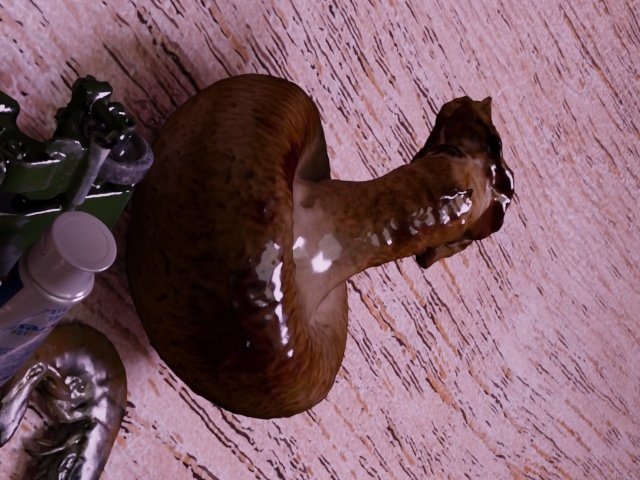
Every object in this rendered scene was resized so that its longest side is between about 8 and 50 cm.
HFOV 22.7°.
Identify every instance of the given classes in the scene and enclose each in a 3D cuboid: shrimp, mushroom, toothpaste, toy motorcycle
[{"bbox_3d":[-0.266,0.217,1.490,0.169,0.058,0.296,40,64,-50],"label":"shrimp"},{"bbox_3d":[-0.009,0.018,1.565,0.334,0.356,0.331,-67,172,-66],"label":"mushroom"},{"bbox_3d":[-0.255,0.074,1.323,0.096,0.061,0.266,-24,162,-49],"label":"toothpaste"},{"bbox_3d":[-0.258,-0.042,1.323,0.275,0.127,0.205,-8,141,-49],"label":"toy motorcycle"}]
